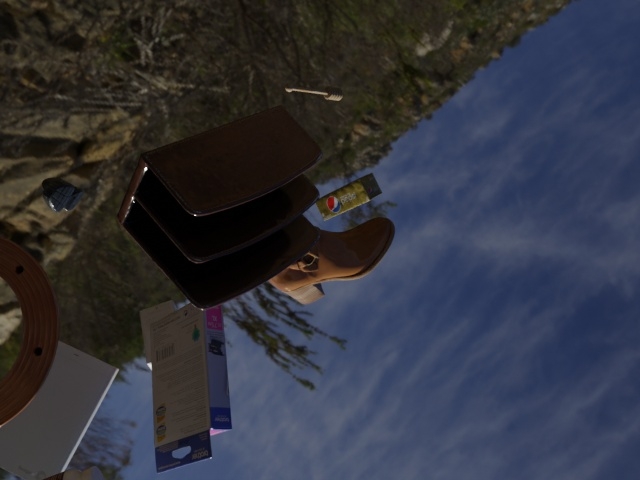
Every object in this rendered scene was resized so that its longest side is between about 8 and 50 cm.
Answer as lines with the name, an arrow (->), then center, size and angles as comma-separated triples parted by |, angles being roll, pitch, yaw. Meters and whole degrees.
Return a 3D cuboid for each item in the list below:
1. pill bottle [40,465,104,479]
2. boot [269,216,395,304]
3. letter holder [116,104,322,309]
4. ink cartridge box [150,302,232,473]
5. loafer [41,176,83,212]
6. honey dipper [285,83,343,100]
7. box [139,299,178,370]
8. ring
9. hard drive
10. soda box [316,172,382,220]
pill bottle -> -0.469, 0.463, 1.175 | 0.152, 0.086, 0.086 | -21, -148, -4
boot -> 0.000, 0.000, 1.373 | 0.283, 0.220, 0.109 | -32, -136, 13
letter holder -> -0.119, -0.055, 1.028 | 0.302, 0.214, 0.152 | -32, 165, -45
ink cartridge box -> -0.260, 0.287, 1.300 | 0.186, 0.065, 0.311 | -28, -123, 36
loafer -> -0.506, -0.092, 1.250 | 0.062, 0.061, 0.170 | -57, -173, -7
honey dipper -> -0.016, -0.342, 1.491 | 0.030, 0.160, 0.030 | 3, -86, 48
box -> -0.384, 0.262, 1.655 | 0.091, 0.130, 0.170 | -19, -133, -4
ring -> -0.584, 0.150, 1.072 | 0.337, 0.336, 0.032 | -61, 172, -5
hard drive -> -0.650, 0.405, 1.567 | 0.040, 0.203, 0.307 | 106, 9, -72
soda box -> 0.071, -0.113, 1.708 | 0.181, 0.061, 0.058 | -23, -174, 45
